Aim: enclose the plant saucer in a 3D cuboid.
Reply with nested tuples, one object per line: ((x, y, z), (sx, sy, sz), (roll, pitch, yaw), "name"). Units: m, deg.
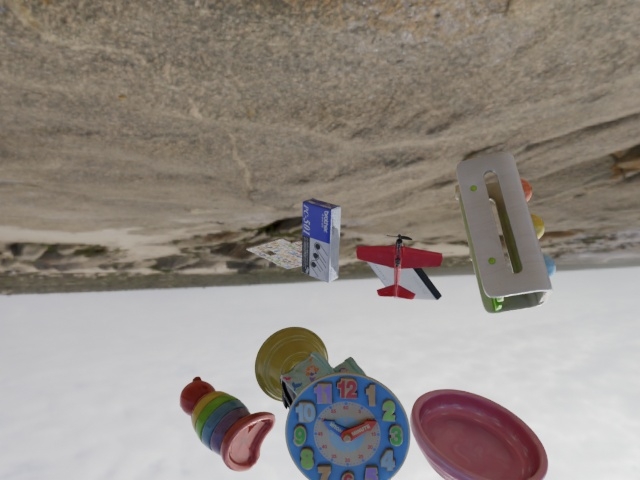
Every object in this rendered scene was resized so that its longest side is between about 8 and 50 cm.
((0.379, 0.503, 1.202), (0.332, 0.084, 0.332), (11, -160, -4), "plant saucer")

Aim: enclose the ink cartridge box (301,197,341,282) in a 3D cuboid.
((0.000, 0.000, 1.288), (0.097, 0.207, 0.046), (18, -153, 35), "ink cartridge box")

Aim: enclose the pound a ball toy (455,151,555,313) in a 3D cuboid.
((0.355, -0.022, 0.951), (0.136, 0.319, 0.208), (-11, 155, 13), "pound a ball toy")

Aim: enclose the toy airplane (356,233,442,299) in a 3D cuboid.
((0.133, 0.051, 0.851), (0.151, 0.151, 0.028), (-2, -144, 16), "toy airplane")

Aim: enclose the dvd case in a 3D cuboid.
((0.217, 0.092, 1.365), (0.022, 0.180, 0.253), (-40, -173, -17), "dvd case")

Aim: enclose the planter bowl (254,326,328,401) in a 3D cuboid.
((-0.065, 0.353, 1.333), (0.217, 0.217, 0.090), (0, -177, -19), "planter bowl")

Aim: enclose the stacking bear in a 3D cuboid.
((-0.301, 0.509, 1.413), (0.289, 0.175, 0.164), (24, 178, 38), "stacking bear")

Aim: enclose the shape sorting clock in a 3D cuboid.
((0.043, 0.317, 0.796), (0.206, 0.206, 0.040), (-1, 180, 6), "shape sorting clock")

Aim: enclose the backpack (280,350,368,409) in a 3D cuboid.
((0.031, 0.359, 1.036), (0.191, 0.253, 0.225), (-39, 155, -17), "backpack")

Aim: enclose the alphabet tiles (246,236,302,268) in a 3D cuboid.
((-0.109, 0.044, 1.673), (0.237, 0.009, 0.198), (-15, 146, 44), "alphabet tiles")
